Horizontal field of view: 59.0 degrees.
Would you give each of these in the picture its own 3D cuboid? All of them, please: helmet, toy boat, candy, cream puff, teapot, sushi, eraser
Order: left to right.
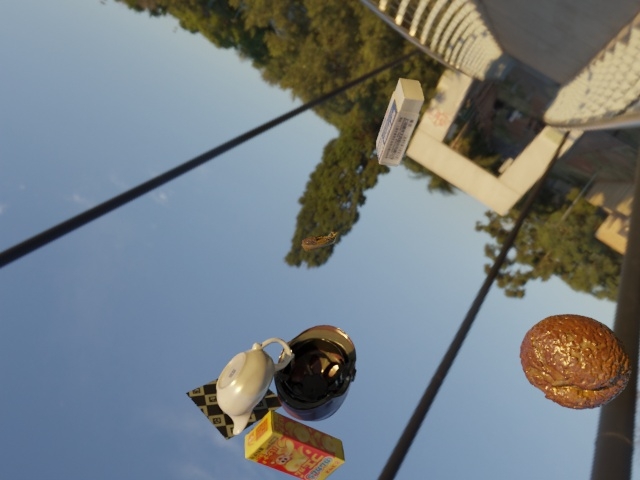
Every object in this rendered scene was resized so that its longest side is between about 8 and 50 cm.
[{"bbox_3d":[-0.328,0.596,2.187,0.292,0.059,0.294,-19,-143,-41],"label":"sushi"},{"bbox_3d":[-0.204,0.418,1.707,0.166,0.299,0.208,47,162,-4],"label":"teapot"},{"bbox_3d":[-0.077,0.624,1.696,0.276,0.146,0.088,32,-158,-25],"label":"candy"},{"bbox_3d":[-0.015,0.482,1.972,0.270,0.197,0.338,13,-136,17],"label":"helmet"},{"bbox_3d":[0.000,0.000,2.148,0.149,0.049,0.047,-18,-161,-16],"label":"toy boat"},{"bbox_3d":[0.264,-0.396,1.918,0.081,0.279,0.124,8,-134,-9],"label":"eraser"},{"bbox_3d":[0.693,0.346,1.561,0.303,0.303,0.212,32,-125,1],"label":"cream puff"}]
